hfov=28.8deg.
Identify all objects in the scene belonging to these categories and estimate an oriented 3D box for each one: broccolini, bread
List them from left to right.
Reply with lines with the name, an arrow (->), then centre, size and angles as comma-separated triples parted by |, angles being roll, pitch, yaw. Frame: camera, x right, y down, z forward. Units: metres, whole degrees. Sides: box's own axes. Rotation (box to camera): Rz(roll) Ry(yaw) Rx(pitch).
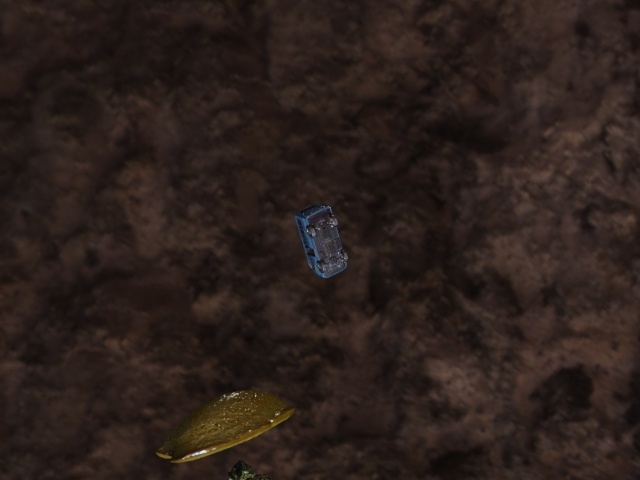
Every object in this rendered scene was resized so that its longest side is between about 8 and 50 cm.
bread -> -0.126, 0.232, 1.603 | 0.149, 0.188, 0.065 | -30, -100, 65
broccolini -> -0.107, 0.300, 1.399 | 0.194, 0.054, 0.052 | -48, -161, 52

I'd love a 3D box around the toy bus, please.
toy bus -> 0.000, 0.000, 1.500 | 0.038, 0.083, 0.046 | -27, -157, -25
